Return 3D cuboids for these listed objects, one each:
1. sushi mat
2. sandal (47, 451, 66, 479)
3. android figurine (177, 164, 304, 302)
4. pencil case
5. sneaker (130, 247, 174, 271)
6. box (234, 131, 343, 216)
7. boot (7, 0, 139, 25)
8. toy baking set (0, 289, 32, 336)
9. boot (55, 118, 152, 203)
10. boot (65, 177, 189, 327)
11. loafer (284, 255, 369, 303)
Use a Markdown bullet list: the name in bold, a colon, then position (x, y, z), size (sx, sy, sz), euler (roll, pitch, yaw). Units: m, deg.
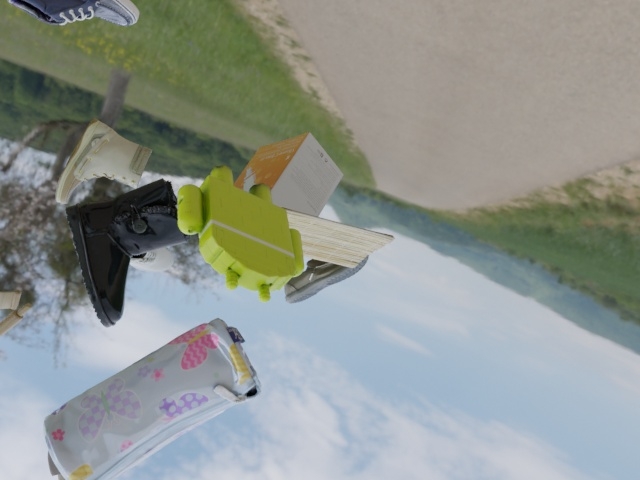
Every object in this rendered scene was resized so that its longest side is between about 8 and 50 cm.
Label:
- **sushi mat**: position (0.000, 0.000, 1.576), size (0.316, 0.151, 0.019), euler (13, -128, -37)
- **sandal**: position (-0.492, 0.520, 1.496), size (0.088, 0.240, 0.079), euler (-2, -172, 31)
- **android figurine**: position (-0.128, -0.011, 1.245), size (0.248, 0.056, 0.273), euler (23, -143, -31)
- **pencil case**: position (-0.210, 0.212, 0.937), size (0.124, 0.273, 0.113), euler (55, 167, 29)
- **sneaker**: position (-0.481, 0.033, 1.933), size (0.091, 0.094, 0.258), euler (29, -178, 42)
- **box**: position (-0.127, -0.100, 1.961), size (0.215, 0.345, 0.168), euler (-9, 131, 45)
- **boot**: position (-0.377, -0.358, 1.120), size (0.190, 0.086, 0.069), euler (22, 161, -29)
- **toy baking set**: position (-0.854, 0.187, 1.809), size (0.197, 0.256, 0.030), euler (33, -157, -43)
- **boot**: position (-0.506, -0.155, 1.709), size (0.165, 0.213, 0.077), euler (28, -178, -16)
- **boot**: position (-0.343, 0.022, 1.371), size (0.207, 0.246, 0.094), euler (-15, -176, -8)
- **loafer**: position (0.005, 0.074, 1.854), size (0.087, 0.251, 0.094), euler (66, -163, 14)
